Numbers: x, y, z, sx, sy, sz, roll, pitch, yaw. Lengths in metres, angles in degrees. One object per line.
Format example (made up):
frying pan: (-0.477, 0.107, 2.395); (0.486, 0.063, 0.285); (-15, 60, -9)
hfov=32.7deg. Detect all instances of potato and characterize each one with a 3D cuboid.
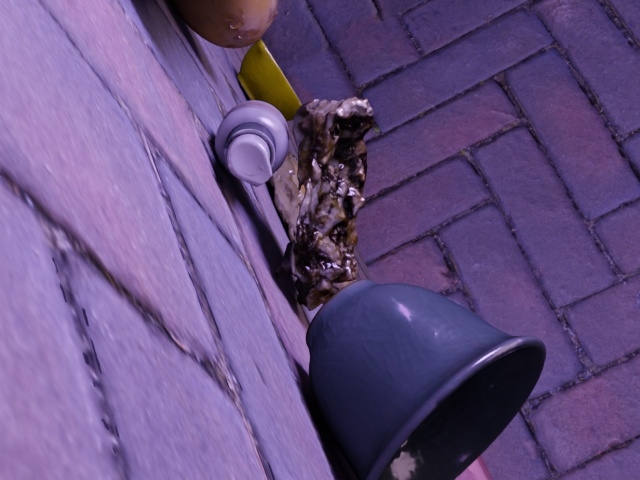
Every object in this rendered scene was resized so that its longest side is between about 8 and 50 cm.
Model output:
potato: (-0.138, -0.352, 1.368); (0.234, 0.150, 0.146); (60, 24, -25)

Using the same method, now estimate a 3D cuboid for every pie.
pie: (0.000, 0.000, 1.507); (0.274, 0.055, 0.274); (63, 4, -8)

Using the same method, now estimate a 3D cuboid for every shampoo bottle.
shampoo bottle: (-0.068, -0.093, 1.065); (0.074, 0.074, 0.192); (63, 6, -11)

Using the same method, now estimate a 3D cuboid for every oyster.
oyster: (0.004, -0.036, 1.122); (0.223, 0.083, 0.214); (-97, -166, -87)

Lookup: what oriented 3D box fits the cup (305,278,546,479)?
cup: (0.064, 0.109, 0.900); (0.150, 0.199, 0.199); (44, -6, 28)

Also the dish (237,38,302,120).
dish: (-0.092, -0.264, 1.910); (0.149, 0.080, 0.208); (61, 3, 37)

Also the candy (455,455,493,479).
candy: (0.145, 0.267, 1.346); (0.255, 0.094, 0.255); (63, 4, -7)
